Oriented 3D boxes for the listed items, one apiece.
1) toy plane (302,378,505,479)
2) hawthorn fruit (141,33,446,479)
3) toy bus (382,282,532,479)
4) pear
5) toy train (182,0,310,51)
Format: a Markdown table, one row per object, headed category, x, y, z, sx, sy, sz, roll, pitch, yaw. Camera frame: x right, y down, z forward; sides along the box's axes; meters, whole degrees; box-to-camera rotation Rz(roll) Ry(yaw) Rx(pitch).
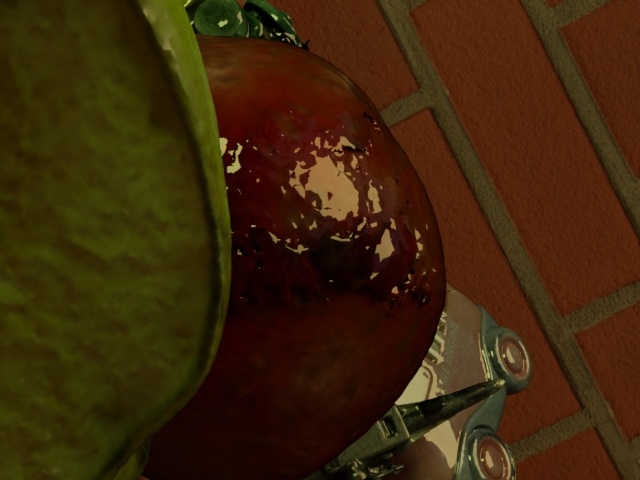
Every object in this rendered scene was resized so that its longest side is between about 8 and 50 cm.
| category | x | y | z | sx | sy | sz | roll | pitch | yaw |
| --- | --- | --- | --- | --- | --- | --- | --- | --- | --- |
| toy plane | 0.051 | 0.169 | 1.225 | 0.088 | 0.262 | 0.192 | 102 | -36 | -74 |
| hawthorn fruit | -0.060 | 0.021 | 0.879 | 0.316 | 0.316 | 0.316 | 61 | 8 | -14 |
| toy bus | 0.060 | 0.151 | 1.395 | 0.232 | 0.197 | 0.294 | 44 | 42 | -24 |
| pear | -0.132 | -0.006 | 0.611 | 0.255 | 0.238 | 0.164 | 58 | 3 | -24 |
| toy train | -0.128 | -0.192 | 1.591 | 0.237 | 0.150 | 0.369 | 38 | -14 | 18 |
